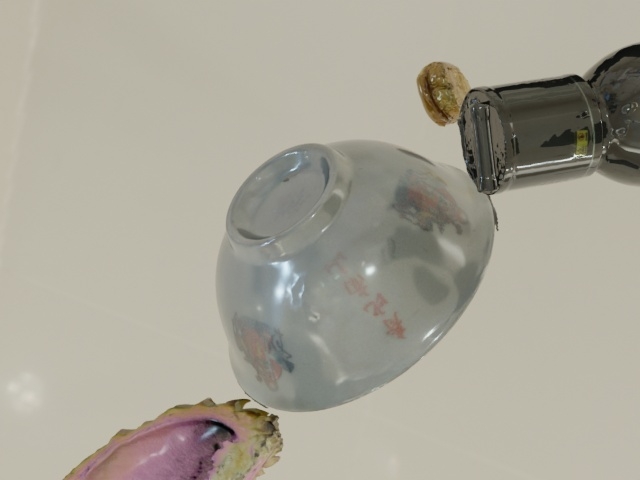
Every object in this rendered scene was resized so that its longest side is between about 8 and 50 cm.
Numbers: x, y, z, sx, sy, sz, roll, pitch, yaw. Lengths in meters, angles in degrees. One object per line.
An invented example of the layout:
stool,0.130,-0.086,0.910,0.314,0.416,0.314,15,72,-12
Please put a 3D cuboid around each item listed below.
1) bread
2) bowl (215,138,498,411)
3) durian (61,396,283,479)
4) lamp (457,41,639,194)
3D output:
bread,0.144,-0.171,1.907,0.081,0.046,0.083,53,32,-28
bowl,0.000,0.000,1.740,0.157,0.345,0.345,48,65,-35
durian,-0.176,0.288,1.625,0.341,0.191,0.112,-54,139,-28
lamp,0.215,-0.102,1.503,0.227,0.172,0.147,-9,99,-16
